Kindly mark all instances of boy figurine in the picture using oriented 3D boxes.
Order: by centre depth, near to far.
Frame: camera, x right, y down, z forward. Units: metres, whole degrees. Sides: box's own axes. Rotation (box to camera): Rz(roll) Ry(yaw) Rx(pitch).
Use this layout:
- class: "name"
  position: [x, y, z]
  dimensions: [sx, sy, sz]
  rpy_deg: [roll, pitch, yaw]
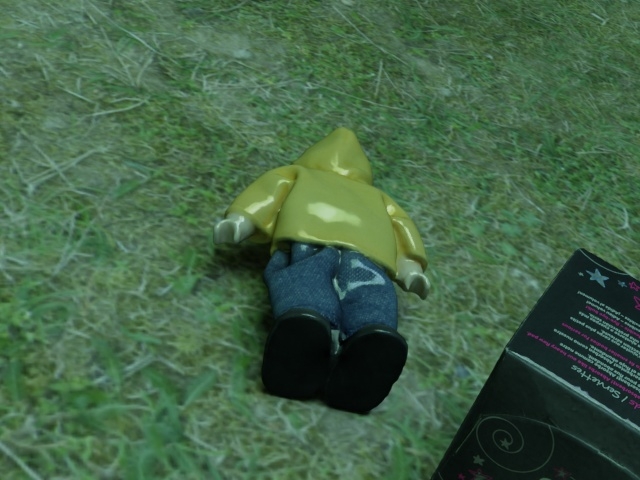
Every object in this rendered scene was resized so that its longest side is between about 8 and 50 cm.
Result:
- class: "boy figurine"
  position: [0.000, 0.000, 0.770]
  dimensions: [0.177, 0.092, 0.285]
  rpy_deg: [11, 35, -11]

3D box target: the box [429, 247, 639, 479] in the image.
- class: "box"
  position: [0.217, 0.153, 0.606]
  dimensions: [0.247, 0.163, 0.142]
  rpy_deg: [33, 40, 17]
